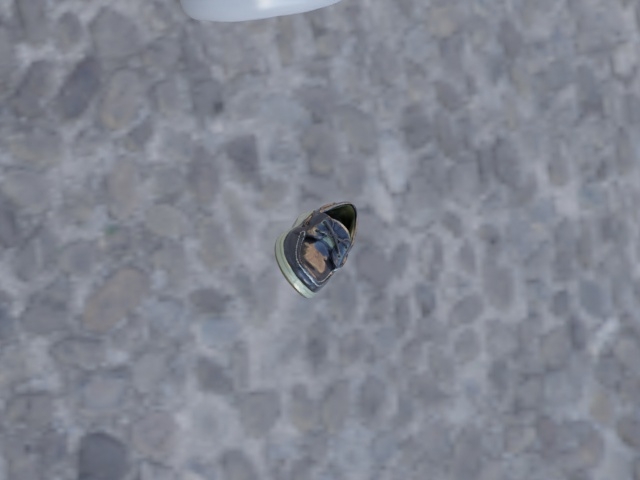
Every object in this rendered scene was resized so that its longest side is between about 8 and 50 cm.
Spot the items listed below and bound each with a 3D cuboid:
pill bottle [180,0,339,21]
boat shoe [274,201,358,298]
[{"bbox_3d":[-0.048,-0.255,1.109,0.117,0.117,0.208,-25,114,-45],"label":"pill bottle"},{"bbox_3d":[0.000,0.000,1.442,0.056,0.049,0.152,50,20,-13],"label":"boat shoe"}]
